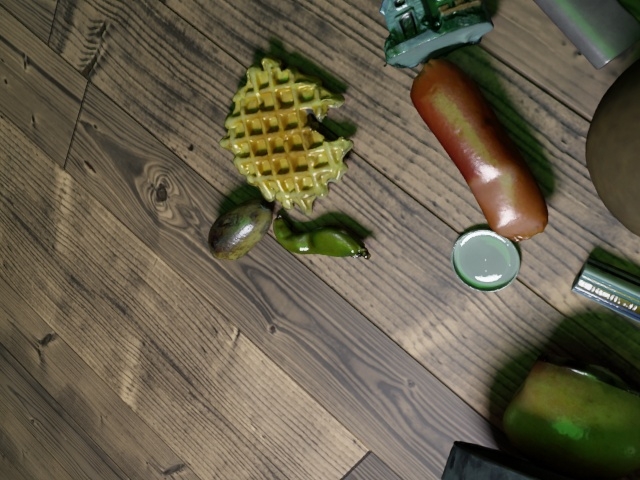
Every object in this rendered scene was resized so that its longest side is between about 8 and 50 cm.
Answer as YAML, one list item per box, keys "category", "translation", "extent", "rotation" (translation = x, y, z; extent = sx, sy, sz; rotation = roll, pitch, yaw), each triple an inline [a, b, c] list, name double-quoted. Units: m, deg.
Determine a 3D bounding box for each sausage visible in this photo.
- category: "sausage"
  translation: [0.237, -0.134, 0.778]
  extent: [0.089, 0.083, 0.300]
  rotation: [-32, 93, 27]

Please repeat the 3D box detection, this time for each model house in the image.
- category: "model house"
  translation: [0.149, -0.339, 0.742]
  extent: [0.148, 0.119, 0.148]
  rotation: [-19, 90, 32]

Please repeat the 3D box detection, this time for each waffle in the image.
- category: "waffle"
  translation: [-0.064, -0.180, 0.943]
  extent: [0.261, 0.056, 0.250]
  rotation: [37, 121, 10]

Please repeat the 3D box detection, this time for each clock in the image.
- category: "clock"
  translation: [0.343, 0.379, 0.776]
  extent: [0.319, 0.319, 0.066]
  rotation: [12, 78, 25]

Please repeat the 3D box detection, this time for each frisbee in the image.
- category: "frisbee"
  translation: [0.268, 0.032, 0.857]
  extent: [0.110, 0.014, 0.110]
  rotation: [9, 110, 26]

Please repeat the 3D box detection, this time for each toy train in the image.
- category: "toy train"
  translation: [0.490, 0.103, 0.740]
  extent: [0.252, 0.048, 0.055]
  rotation: [26, 120, 18]

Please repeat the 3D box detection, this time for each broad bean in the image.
- category: "broad bean"
  translation: [0.000, 0.000, 0.973]
  extent: [0.214, 0.048, 0.070]
  rotation: [14, 114, 28]

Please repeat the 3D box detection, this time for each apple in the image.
- category: "apple"
  translation: [0.388, 0.270, 0.791]
  extent: [0.188, 0.174, 0.207]
  rotation: [31, 135, 19]

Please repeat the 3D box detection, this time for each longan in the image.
- category: "longan"
  translation: [0.433, -0.113, 0.578]
  extent: [0.258, 0.258, 0.258]
  rotation: [10, 112, 26]

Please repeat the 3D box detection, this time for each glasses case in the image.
- category: "glasses case"
  translation: [0.333, -0.316, 0.687]
  extent: [0.072, 0.042, 0.190]
  rotation: [-42, 85, 25]

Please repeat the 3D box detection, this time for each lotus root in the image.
- category: "lotus root"
  translation: [-0.164, -0.019, 1.037]
  extent: [0.179, 0.080, 0.089]
  rotation: [-40, 87, 34]
